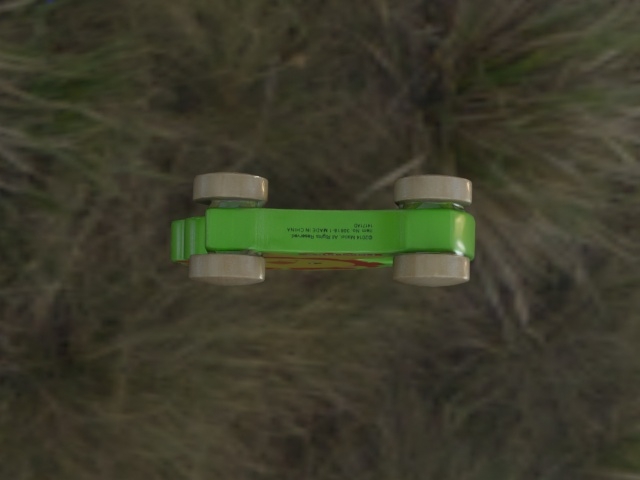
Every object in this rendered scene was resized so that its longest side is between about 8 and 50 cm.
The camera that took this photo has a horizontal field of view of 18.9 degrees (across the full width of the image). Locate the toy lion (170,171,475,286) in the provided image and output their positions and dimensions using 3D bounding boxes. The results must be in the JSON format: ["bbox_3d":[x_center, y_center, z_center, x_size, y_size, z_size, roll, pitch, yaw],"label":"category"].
[{"bbox_3d":[0.000,0.000,0.616,0.096,0.100,0.034,38,53,-82],"label":"toy lion"}]
